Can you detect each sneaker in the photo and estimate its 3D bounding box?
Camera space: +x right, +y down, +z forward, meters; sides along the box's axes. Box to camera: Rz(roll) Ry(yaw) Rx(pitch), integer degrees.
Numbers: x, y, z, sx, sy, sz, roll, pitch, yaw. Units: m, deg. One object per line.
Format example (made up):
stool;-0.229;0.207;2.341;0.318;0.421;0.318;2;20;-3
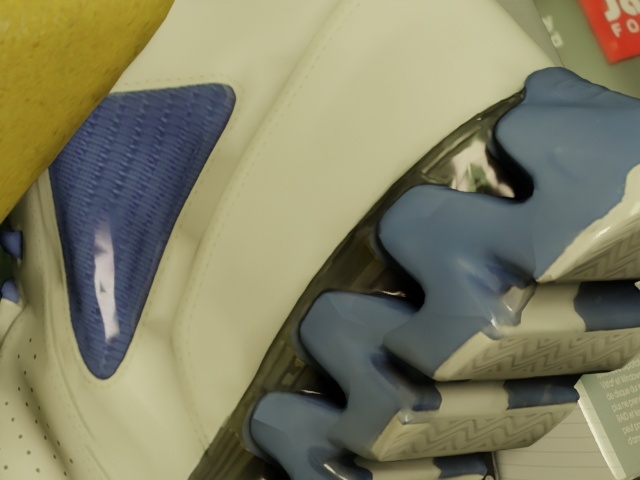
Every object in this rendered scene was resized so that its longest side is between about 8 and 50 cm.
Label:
sneaker;-0.046;0.025;0.549;0.182;0.315;0.127;54;21;24

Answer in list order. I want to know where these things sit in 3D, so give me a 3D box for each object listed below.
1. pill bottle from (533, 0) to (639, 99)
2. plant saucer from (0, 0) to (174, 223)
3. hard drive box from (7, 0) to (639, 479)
pill bottle;0.086;-0.019;0.728;0.161;0.161;0.283;-15;76;-39
plant saucer;-0.254;-0.038;0.423;0.332;0.081;0.333;39;94;-11
hard drive box;0.000;0.000;0.638;0.089;0.181;0.232;-7;69;-54
